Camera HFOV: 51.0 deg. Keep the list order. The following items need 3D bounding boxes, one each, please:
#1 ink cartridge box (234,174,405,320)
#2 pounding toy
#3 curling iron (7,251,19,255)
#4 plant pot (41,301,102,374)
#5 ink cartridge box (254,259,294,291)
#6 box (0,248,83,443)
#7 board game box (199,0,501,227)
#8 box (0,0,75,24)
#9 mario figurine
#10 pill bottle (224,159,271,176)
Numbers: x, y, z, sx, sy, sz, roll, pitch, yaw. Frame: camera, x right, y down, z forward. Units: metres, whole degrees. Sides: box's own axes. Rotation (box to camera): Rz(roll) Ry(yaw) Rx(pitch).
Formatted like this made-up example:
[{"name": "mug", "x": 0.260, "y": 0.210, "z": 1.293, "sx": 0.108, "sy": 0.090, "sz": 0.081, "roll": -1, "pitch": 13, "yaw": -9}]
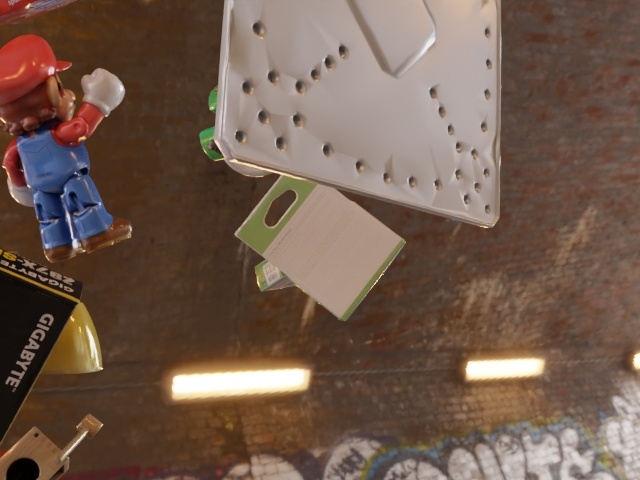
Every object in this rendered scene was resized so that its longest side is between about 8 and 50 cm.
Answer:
[{"name": "ink cartridge box", "x": 0.000, "y": 0.000, "z": 1.132, "sx": 0.171, "sy": 0.235, "sz": 0.056, "roll": -52, "pitch": -4, "yaw": -4}, {"name": "pounding toy", "x": -0.481, "y": 0.364, "z": 1.146, "sx": 0.206, "sy": 0.094, "sz": 0.181, "roll": -47, "pitch": -3, "yaw": -32}, {"name": "curling iron", "x": -0.579, "y": 0.041, "z": 0.963, "sx": 0.274, "sy": 0.035, "sz": 0.068, "roll": -11, "pitch": -43, "yaw": -13}, {"name": "plant pot", "x": -0.375, "y": 0.133, "z": 0.946, "sx": 0.134, "sy": 0.095, "sz": 0.134, "roll": 2, "pitch": -4, "yaw": 0}, {"name": "ink cartridge box", "x": -0.034, "y": 0.062, "z": 1.561, "sx": 0.209, "sy": 0.062, "sz": 0.109, "roll": -7, "pitch": -16, "yaw": -36}, {"name": "box", "x": -0.466, "y": 0.141, "z": 0.765, "sx": 0.257, "sy": 0.079, "sz": 0.322, "roll": 29, "pitch": -83, "yaw": -21}, {"name": "board game box", "x": 0.058, "y": -0.230, "z": 0.689, "sx": 0.390, "sy": 0.389, "sz": 0.050, "roll": 10, "pitch": -11, "yaw": -42}, {"name": "box", "x": -0.421, "y": -0.419, "z": 1.001, "sx": 0.257, "sy": 0.128, "sz": 0.122, "roll": -13, "pitch": 17, "yaw": 17}, {"name": "mario figurine", "x": -0.375, "y": -0.142, "z": 0.991, "sx": 0.198, "sy": 0.320, "sz": 0.170, "roll": -19, "pitch": 11, "yaw": -18}, {"name": "pill bottle", "x": -0.106, "y": -0.205, "z": 1.255, "sx": 0.131, "sy": 0.229, "sz": 0.131, "roll": 1, "pitch": -72, "yaw": 4}]
